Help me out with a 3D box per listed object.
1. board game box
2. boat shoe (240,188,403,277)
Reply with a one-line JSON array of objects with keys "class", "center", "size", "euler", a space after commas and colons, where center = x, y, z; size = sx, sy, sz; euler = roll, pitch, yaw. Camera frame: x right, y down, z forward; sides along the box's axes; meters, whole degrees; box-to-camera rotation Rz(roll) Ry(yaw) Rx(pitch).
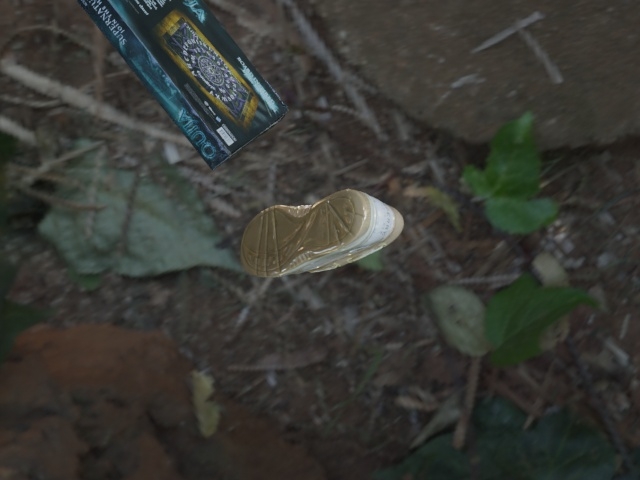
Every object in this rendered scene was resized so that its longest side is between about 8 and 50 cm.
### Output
[{"class": "board game box", "center": [-0.112, -0.154, 1.223], "size": [0.026, 0.126, 0.186], "euler": [-36, 94, 30]}, {"class": "boat shoe", "center": [0.000, 0.000, 1.216], "size": [0.170, 0.059, 0.063], "euler": [-12, 71, 51]}]
